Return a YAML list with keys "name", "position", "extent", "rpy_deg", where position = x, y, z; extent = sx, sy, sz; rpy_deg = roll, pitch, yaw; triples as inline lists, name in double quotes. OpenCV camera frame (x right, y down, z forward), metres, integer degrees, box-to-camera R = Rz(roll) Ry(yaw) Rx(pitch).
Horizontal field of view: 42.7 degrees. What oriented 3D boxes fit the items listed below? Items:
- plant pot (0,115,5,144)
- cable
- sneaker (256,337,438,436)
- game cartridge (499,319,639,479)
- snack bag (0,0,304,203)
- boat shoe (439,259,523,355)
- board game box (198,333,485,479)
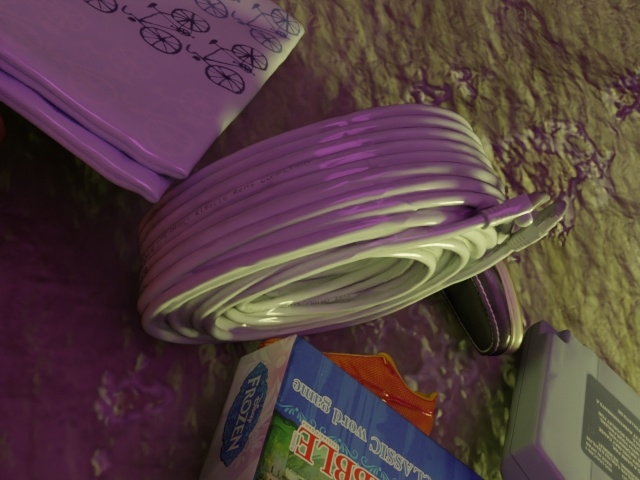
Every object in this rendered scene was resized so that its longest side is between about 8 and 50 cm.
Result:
- name: "plant pot"
  position: [-0.344, -0.019, 0.415]
  extent: [0.275, 0.275, 0.243]
  rpy_deg: [27, 75, -16]
- name: "cable"
  position: [0.000, 0.000, 0.564]
  extent: [0.257, 0.257, 0.089]
  rpy_deg: [-6, 72, -26]
- name: "sneaker"
  position: [0.020, 0.112, 0.648]
  extent: [0.175, 0.064, 0.067]
  rpy_deg: [32, 63, -32]
- name: "game cartridge"
  position: [0.274, 0.225, 0.701]
  extent: [0.297, 0.062, 0.198]
  rpy_deg: [43, 40, -8]
- name: "snack bag"
  position: [-0.186, -0.199, 0.572]
  extent: [0.342, 0.037, 0.323]
  rpy_deg: [35, 32, -6]
- name: "boat shoe"
  position: [0.101, 0.002, 0.718]
  extent: [0.073, 0.080, 0.224]
  rpy_deg: [-15, 76, -23]
- name: "board game box"
  position: [0.038, 0.276, 0.517]
  extent: [0.318, 0.066, 0.318]
  rpy_deg: [40, 44, -24]
